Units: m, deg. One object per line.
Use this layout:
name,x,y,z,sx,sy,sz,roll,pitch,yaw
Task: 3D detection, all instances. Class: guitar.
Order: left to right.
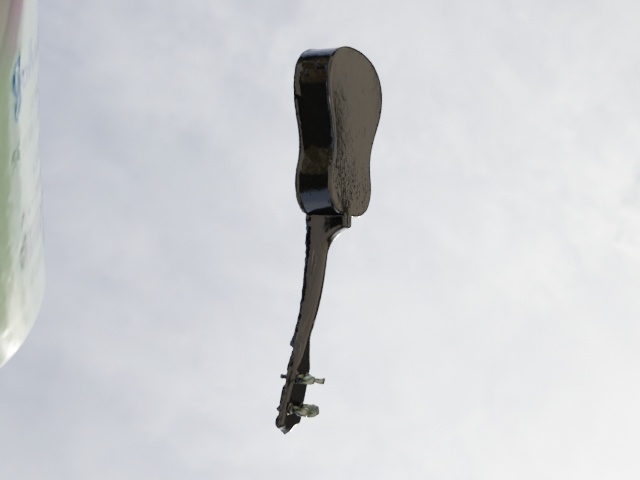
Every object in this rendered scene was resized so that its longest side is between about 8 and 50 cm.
guitar,0.002,0.001,0.763,0.084,0.038,0.271,14,-99,-58

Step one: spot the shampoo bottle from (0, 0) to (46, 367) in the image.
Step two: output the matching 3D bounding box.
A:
shampoo bottle,-0.214,-0.102,0.539,0.151,0.350,0.222,3,-144,-7
